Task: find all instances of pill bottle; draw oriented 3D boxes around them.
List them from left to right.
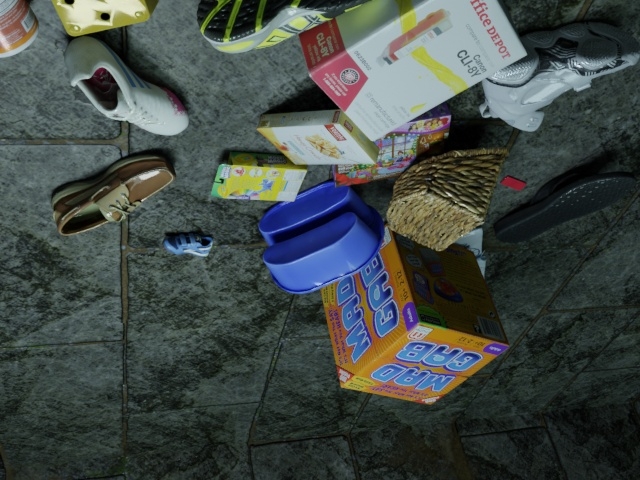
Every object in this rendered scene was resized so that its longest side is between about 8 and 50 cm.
[{"bbox_3d":[-0.591,-0.435,1.335,0.121,0.121,0.216,-14,145,1],"label":"pill bottle"}]

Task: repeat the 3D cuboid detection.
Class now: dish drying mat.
[{"bbox_3d":[0.551,-0.164,2.194,0.083,0.008,0.032,16,135,-34],"label":"dish drying mat"}]

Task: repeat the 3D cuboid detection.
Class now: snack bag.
[{"bbox_3d":[0.376,0.087,2.466,0.323,0.037,0.342,-13,145,0],"label":"snack bag"}]

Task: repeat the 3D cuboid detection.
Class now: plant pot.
[{"bbox_3d":[-0.381,-0.470,1.297,0.212,0.187,0.212,-12,146,-1],"label":"plant pot"}]

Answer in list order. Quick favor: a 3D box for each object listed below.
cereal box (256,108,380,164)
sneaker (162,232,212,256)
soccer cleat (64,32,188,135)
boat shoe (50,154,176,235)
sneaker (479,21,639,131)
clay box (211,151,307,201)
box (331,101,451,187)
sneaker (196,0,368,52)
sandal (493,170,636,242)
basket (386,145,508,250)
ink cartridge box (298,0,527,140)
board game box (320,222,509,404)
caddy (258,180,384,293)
[{"bbox_3d":[-0.004,-0.234,1.775,0.240,0.047,0.173,4,157,37],"label":"cereal box"},{"bbox_3d":[-0.359,0.005,2.095,0.144,0.053,0.059,5,143,-38],"label":"sneaker"},{"bbox_3d":[-0.398,-0.285,1.591,0.116,0.143,0.331,-28,143,21],"label":"soccer cleat"},{"bbox_3d":[-0.495,-0.096,1.844,0.324,0.120,0.122,-22,145,12],"label":"boat shoe"},{"bbox_3d":[0.541,-0.377,1.786,0.366,0.137,0.210,-7,146,0],"label":"sneaker"},{"bbox_3d":[-0.158,-0.159,1.926,0.222,0.053,0.127,3,142,-20],"label":"clay box"},{"bbox_3d":[0.171,-0.237,1.921,0.293,0.057,0.201,-11,145,-4],"label":"box"},{"bbox_3d":[-0.048,-0.471,1.487,0.385,0.145,0.147,-16,176,0],"label":"sneaker"},{"bbox_3d":[0.690,-0.122,2.238,0.167,0.107,0.446,18,147,-38],"label":"sandal"},{"bbox_3d":[0.306,-0.139,1.983,0.213,0.223,0.299,25,160,-6],"label":"basket"},{"bbox_3d":[0.189,-0.415,1.586,0.385,0.160,0.279,-28,143,20],"label":"ink cartridge box"},{"bbox_3d":[0.269,0.227,2.293,0.356,0.356,0.356,17,133,-32],"label":"board game box"},{"bbox_3d":[0.000,0.000,2.043,0.341,0.241,0.179,-23,140,15],"label":"caddy"}]
